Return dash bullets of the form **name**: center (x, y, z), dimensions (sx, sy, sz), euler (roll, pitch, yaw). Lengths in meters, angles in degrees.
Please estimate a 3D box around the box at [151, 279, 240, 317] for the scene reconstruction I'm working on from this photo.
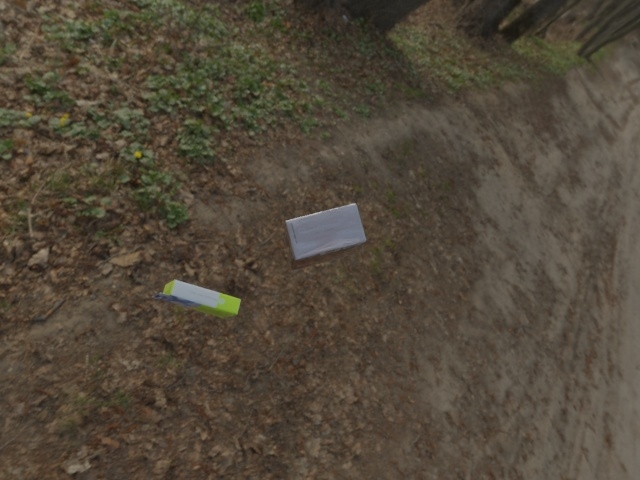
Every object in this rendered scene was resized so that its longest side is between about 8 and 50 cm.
- **box**: center (-0.285, 0.134, 1.205), dimensions (0.178, 0.109, 0.042), euler (21, 70, -22)

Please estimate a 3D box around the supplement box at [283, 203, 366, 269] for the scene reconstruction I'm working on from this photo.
- **supplement box**: center (0.000, 0.000, 0.999), dimensions (0.239, 0.130, 0.073), euler (120, -44, -82)
